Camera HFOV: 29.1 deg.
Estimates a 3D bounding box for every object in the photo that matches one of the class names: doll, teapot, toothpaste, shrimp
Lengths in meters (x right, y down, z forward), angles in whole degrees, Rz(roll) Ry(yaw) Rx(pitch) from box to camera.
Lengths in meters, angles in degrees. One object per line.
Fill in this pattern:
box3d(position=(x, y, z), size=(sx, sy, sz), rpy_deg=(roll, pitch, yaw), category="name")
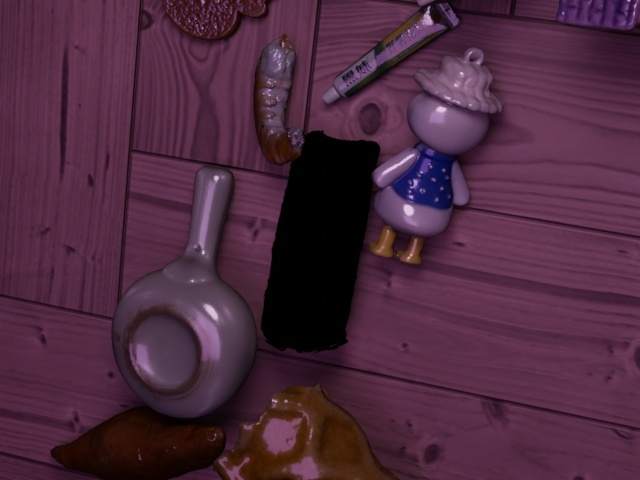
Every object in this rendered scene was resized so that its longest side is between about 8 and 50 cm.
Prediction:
box3d(position=(0.142, -0.107, 1.549), size=(0.138, 0.119, 0.293), rpy_deg=(12, 114, -17), category="doll")
box3d(position=(-0.156, 0.082, 1.658), size=(0.220, 0.149, 0.318), rpy_deg=(35, 110, 13), category="teapot")
box3d(position=(0.085, -0.238, 1.578), size=(0.204, 0.031, 0.049), rpy_deg=(-35, 91, 18), category="toothpaste")
box3d(position=(-0.050, -0.176, 1.569), size=(0.049, 0.166, 0.161), rpy_deg=(5, 106, -18), category="shrimp")

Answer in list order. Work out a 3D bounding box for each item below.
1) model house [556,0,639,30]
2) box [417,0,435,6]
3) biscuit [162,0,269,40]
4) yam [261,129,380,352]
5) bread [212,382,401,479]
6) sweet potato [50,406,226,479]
box3d(position=(0.354, -0.345, 1.355), size=(0.237, 0.202, 0.237), rpy_deg=(9, 105, -1), category="model house")
box3d(position=(0.184, -0.328, 1.438), size=(0.141, 0.201, 0.058), rpy_deg=(-22, 94, 21), category="box")
box3d(position=(-0.126, -0.331, 1.623), size=(0.175, 0.026, 0.124), rpy_deg=(-14, 99, 19), category="biscuit")
box3d(position=(-0.002, 0.000, 1.607), size=(0.131, 0.131, 0.280), rpy_deg=(13, 103, 14), category="yam")
box3d(position=(-0.007, 0.334, 1.643), size=(0.196, 0.238, 0.252), rpy_deg=(-40, 81, -15), category="bread")
box3d(position=(-0.249, 0.290, 1.746), size=(0.359, 0.112, 0.112), rpy_deg=(-11, 99, 34), category="sweet potato")
